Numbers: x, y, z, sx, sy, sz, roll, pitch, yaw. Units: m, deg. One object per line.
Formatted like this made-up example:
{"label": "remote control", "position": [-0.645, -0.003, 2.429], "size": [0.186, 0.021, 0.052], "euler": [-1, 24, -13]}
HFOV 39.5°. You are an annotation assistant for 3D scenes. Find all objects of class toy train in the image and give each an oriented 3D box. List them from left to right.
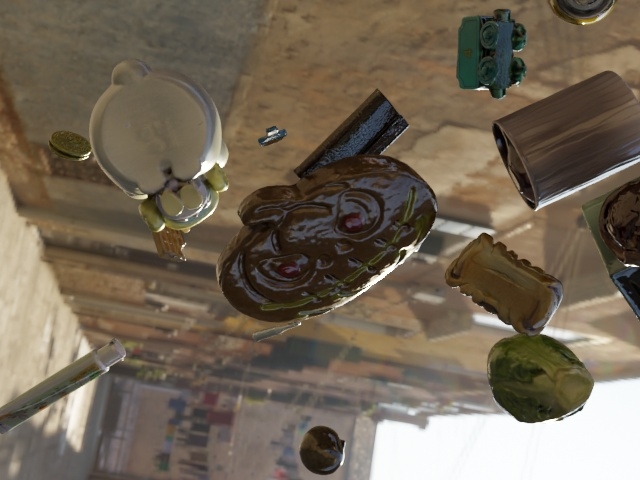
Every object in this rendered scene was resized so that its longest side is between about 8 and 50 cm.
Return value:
{"label": "toy train", "position": [0.382, -0.420, 2.011], "size": [0.154, 0.107, 0.197], "euler": [17, -70, 56]}

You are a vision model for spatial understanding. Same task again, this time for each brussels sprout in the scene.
{"label": "brussels sprout", "position": [0.526, 0.334, 2.127], "size": [0.271, 0.210, 0.219], "euler": [-172, -111, -68]}

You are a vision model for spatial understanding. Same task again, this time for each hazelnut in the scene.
{"label": "hazelnut", "position": [0.595, -0.033, 1.577], "size": [0.201, 0.161, 0.170], "euler": [133, -36, -77]}

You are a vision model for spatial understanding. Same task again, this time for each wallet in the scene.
{"label": "wallet", "position": [0.068, -0.189, 1.844], "size": [0.243, 0.133, 0.039], "euler": [-43, -134, 4]}

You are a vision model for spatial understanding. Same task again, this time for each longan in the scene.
{"label": "longan", "position": [0.007, 0.459, 1.955], "size": [0.092, 0.113, 0.113], "euler": [123, -22, -47]}

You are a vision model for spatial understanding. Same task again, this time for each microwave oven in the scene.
{"label": "microwave oven", "position": [0.702, 0.042, 1.844], "size": [0.181, 0.295, 0.237], "euler": [-29, -140, 20]}

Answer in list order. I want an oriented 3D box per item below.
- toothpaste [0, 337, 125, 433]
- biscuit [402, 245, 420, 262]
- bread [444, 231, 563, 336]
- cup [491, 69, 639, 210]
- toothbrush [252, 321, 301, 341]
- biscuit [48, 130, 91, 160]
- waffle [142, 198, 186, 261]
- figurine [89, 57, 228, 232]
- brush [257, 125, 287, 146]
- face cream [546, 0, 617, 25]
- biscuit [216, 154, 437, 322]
{"label": "toothpaste", "position": [-0.529, 0.296, 1.776], "size": [0.058, 0.314, 0.056], "euler": [59, 4, -9]}
{"label": "biscuit", "position": [0.103, -0.062, 2.112], "size": [0.107, 0.326, 0.325], "euler": [95, 0, -54]}
{"label": "bread", "position": [0.357, 0.081, 1.731], "size": [0.081, 0.225, 0.134], "euler": [-7, 130, -57]}
{"label": "cup", "position": [0.516, -0.198, 1.865], "size": [0.288, 0.273, 0.208], "euler": [51, 15, -73]}
{"label": "toothbrush", "position": [-0.109, 0.212, 2.119], "size": [0.030, 0.025, 0.342], "euler": [58, -22, 1]}
{"label": "biscuit", "position": [-0.497, -0.188, 1.768], "size": [0.084, 0.084, 0.023], "euler": [-94, -152, -58]}
{"label": "waffle", "position": [-0.299, -0.021, 1.725], "size": [0.092, 0.021, 0.135], "euler": [24, 43, -63]}
{"label": "figurine", "position": [-0.155, -0.092, 0.925], "size": [0.127, 0.155, 0.235], "euler": [-35, -179, -3]}
{"label": "brush", "position": [-0.079, -0.173, 1.458], "size": [0.164, 0.051, 0.014], "euler": [-162, -130, -88]}
{"label": "face cream", "position": [0.397, -0.382, 1.359], "size": [0.348, 0.105, 0.105], "euler": [-49, 155, -71]}
{"label": "biscuit", "position": [0.002, 0.007, 1.506], "size": [0.394, 0.350, 0.070], "euler": [-42, -131, 23]}
